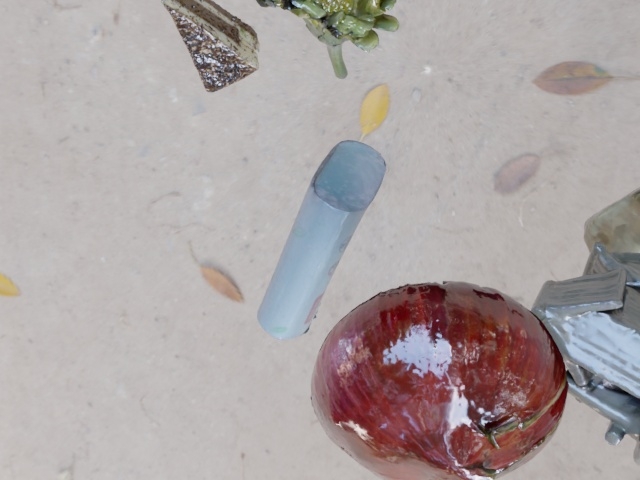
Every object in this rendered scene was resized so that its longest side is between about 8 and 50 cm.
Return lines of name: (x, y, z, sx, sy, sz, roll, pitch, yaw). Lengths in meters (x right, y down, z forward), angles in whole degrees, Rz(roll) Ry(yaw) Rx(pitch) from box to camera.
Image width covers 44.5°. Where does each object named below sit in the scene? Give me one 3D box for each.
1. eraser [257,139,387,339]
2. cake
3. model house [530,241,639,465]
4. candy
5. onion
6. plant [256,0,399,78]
eraser: (0.000, 0.000, 1.021, 0.081, 0.174, 0.227, 24, 126, 0)
cake: (-0.210, -0.427, 1.557, 0.135, 0.112, 0.246, -14, 142, 7)
model house: (0.315, 0.097, 0.813, 0.188, 0.229, 0.122, 38, 128, 15)
candy: (0.543, -0.034, 1.330, 0.104, 0.234, 0.102, -27, 82, -20)
onion: (0.103, 0.144, 0.713, 0.248, 0.161, 0.248, 16, 139, 14)
plant: (-0.005, -0.451, 1.522, 0.261, 0.305, 0.297, 10, 145, -23)
